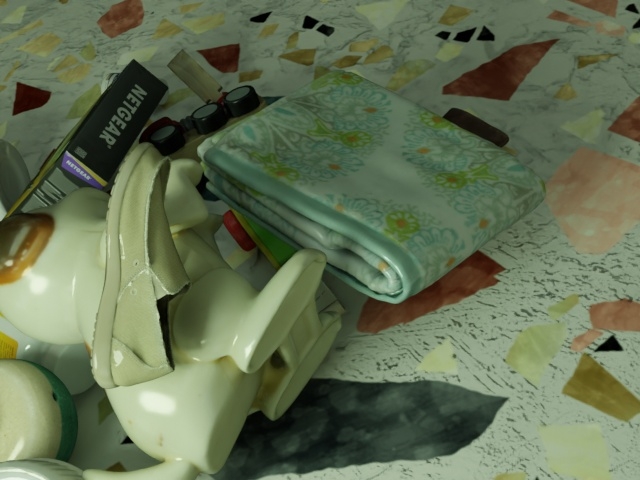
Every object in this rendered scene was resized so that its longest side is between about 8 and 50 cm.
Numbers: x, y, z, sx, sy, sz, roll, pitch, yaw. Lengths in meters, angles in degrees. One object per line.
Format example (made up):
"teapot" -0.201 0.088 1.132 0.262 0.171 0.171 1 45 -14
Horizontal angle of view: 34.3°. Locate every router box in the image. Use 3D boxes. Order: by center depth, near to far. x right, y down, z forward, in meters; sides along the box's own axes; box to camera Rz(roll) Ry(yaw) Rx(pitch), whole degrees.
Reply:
"router box" -0.386 -0.128 1.673 0.243 0.081 0.309 -40 19 32

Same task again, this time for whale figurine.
"whale figurine" -0.437 0.270 1.367 0.272 0.141 0.216 -34 70 17

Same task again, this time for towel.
"towel" 0.066 -0.089 1.384 0.374 0.090 0.320 33 47 28

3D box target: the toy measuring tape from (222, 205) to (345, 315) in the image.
"toy measuring tape" -0.065 -0.007 1.506 0.121 0.121 0.330 -27 41 -8

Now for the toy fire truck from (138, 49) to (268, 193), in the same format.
"toy fire truck" -0.219 -0.212 1.788 0.217 0.158 0.246 -30 30 -10

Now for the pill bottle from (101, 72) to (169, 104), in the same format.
"pill bottle" -0.349 -0.283 1.961 0.120 0.067 0.067 6 47 27

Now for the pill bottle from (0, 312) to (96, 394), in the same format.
"pill bottle" -0.408 0.142 1.485 0.208 0.118 0.117 20 55 36

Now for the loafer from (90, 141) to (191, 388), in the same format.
"loafer" -0.184 0.029 1.123 0.092 0.102 0.269 6 86 0

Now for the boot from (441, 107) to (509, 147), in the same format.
"boot" 0.207 -0.104 1.529 0.207 0.090 0.248 -36 46 -20

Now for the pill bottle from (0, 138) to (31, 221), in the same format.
"pill bottle" -0.656 -0.068 1.779 0.283 0.161 0.161 -12 42 9

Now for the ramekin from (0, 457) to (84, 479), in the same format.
"ramekin" -0.342 0.347 1.180 0.207 0.109 0.207 -1 71 4

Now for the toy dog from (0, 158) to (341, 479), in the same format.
"toy dog" -0.228 0.092 1.310 0.408 0.284 0.395 30 80 20
